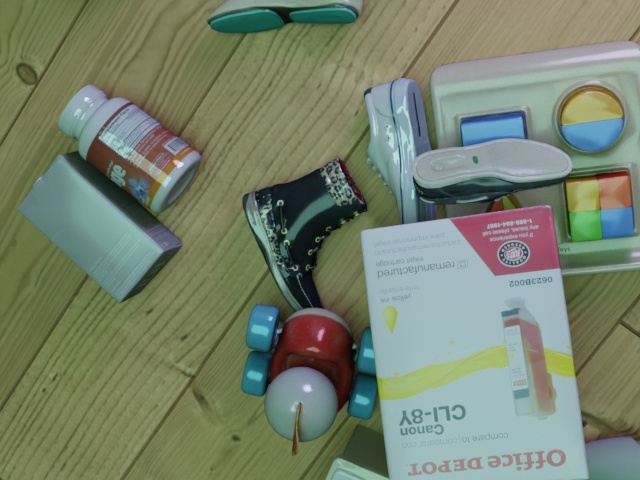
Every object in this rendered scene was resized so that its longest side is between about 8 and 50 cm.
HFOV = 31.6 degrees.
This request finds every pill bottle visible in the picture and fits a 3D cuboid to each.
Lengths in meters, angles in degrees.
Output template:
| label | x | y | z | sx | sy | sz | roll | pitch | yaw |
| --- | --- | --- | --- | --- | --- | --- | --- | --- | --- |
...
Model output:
| label | x | y | z | sx | sy | sz | roll | pitch | yaw |
| --- | --- | --- | --- | --- | --- | --- | --- | --- | --- |
| pill bottle | -0.310 | -0.152 | 1.822 | 0.216 | 0.121 | 0.121 | 37 | 104 | 4 |

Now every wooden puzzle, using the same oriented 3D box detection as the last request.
| label | x | y | z | sx | sy | sz | roll | pitch | yaw |
| --- | --- | --- | --- | --- | --- | --- | --- | --- | --- |
| wooden puzzle | 0.341 | -0.112 | 1.722 | 0.322 | 0.080 | 0.348 | -6 | 98 | 12 |

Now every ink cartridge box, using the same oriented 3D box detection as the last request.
| label | x | y | z | sx | sy | sz | roll | pitch | yaw |
| --- | --- | --- | --- | --- | --- | --- | --- | --- | --- |
| ink cartridge box | 0.221 | 0.164 | 1.626 | 0.279 | 0.160 | 0.385 | -8 | 81 | 9 |

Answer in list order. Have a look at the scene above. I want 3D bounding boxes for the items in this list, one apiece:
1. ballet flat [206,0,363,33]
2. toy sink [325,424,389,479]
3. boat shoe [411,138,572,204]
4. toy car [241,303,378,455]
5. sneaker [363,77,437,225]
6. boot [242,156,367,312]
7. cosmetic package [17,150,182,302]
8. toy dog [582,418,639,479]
| label | x | y | z | sx | sy | sz | roll | pitch | yaw |
| --- | --- | --- | --- | --- | --- | --- | --- | --- | --- |
| ballet flat | -0.055 | -0.373 | 1.765 | 0.248 | 0.086 | 0.086 | -1 | 99 | 10 |
| toy sink | 0.065 | 0.412 | 1.786 | 0.131 | 0.234 | 0.153 | 22 | 104 | 6 |
| boat shoe | 0.254 | -0.097 | 1.679 | 0.233 | 0.084 | 0.079 | -5 | 141 | 5 |
| toy car | -0.026 | 0.247 | 1.748 | 0.219 | 0.238 | 0.210 | 12 | 131 | 4 |
| sneaker | 0.123 | -0.122 | 1.770 | 0.091 | 0.094 | 0.258 | -4 | 96 | 32 |
| boot | -0.001 | -0.001 | 1.807 | 0.178 | 0.085 | 0.236 | -25 | 95 | 11 |
| cosmetic package | -0.364 | -0.025 | 1.866 | 0.238 | 0.107 | 0.127 | 45 | 105 | 4 |
| toy dog | 0.429 | 0.363 | 1.743 | 0.333 | 0.161 | 0.220 | -18 | 95 | 13 |
